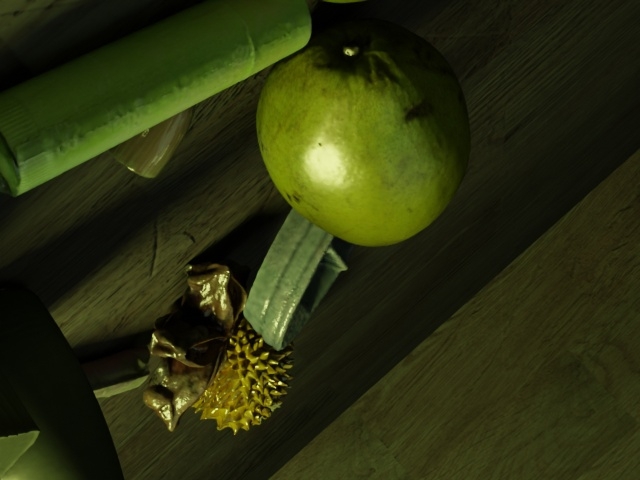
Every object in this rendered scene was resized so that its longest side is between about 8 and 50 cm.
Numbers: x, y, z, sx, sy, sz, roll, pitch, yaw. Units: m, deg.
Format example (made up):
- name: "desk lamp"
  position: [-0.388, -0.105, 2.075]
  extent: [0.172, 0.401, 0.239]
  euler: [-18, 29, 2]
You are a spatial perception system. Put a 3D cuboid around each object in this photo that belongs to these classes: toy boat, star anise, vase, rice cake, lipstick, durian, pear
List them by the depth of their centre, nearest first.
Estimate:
- name: "lipstick"
  position: [-0.136, -0.126, 0.973]
  extent: [0.304, 0.076, 0.076]
  euler: [-31, 161, -33]
- name: "vase"
  position: [-0.136, -0.107, 1.070]
  extent: [0.101, 0.053, 0.053]
  euler: [-53, 162, 20]
- name: "vase"
  position: [-0.246, 0.211, 1.151]
  extent: [0.173, 0.321, 0.173]
  euler: [-39, 165, -12]
- name: "pear"
  position: [0.042, -0.108, 1.222]
  extent: [0.212, 0.212, 0.269]
  euler: [-39, 156, -11]
- name: "rice cake"
  position: [-0.283, 0.168, 1.465]
  extent: [0.055, 0.049, 0.270]
  euler: [-25, 173, 27]
- name: "toy boat"
  position: [0.000, 0.000, 1.512]
  extent: [0.283, 0.078, 0.127]
  euler: [-59, 167, -6]
- name: "star anise"
  position: [-0.160, 0.121, 1.535]
  extent: [0.220, 0.099, 0.214]
  euler: [-64, 167, 3]
- name: "durian"
  position: [-0.098, 0.182, 1.820]
  extent: [0.183, 0.138, 0.250]
  euler: [-24, 152, -28]

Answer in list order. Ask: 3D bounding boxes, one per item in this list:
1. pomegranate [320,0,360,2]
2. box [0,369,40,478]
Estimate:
- name: "pomegranate"
  position: [0.022, -0.240, 0.924]
  extent: [0.156, 0.156, 0.220]
  euler: [-42, 169, 0]
- name: "box"
  position: [-0.341, 0.119, 0.939]
  extent: [0.138, 0.178, 0.274]
  euler: [-45, 164, 13]
